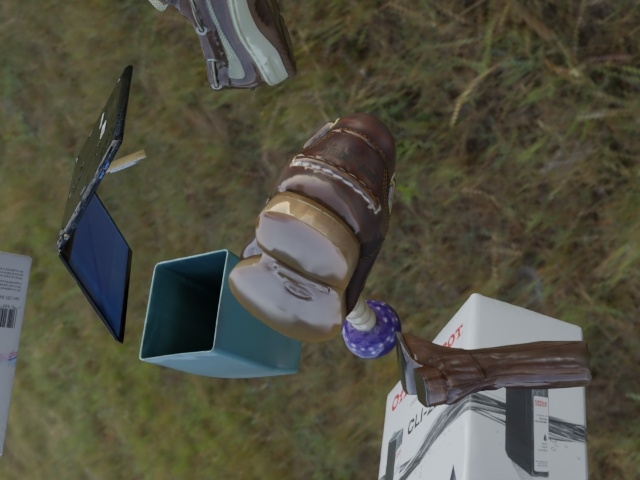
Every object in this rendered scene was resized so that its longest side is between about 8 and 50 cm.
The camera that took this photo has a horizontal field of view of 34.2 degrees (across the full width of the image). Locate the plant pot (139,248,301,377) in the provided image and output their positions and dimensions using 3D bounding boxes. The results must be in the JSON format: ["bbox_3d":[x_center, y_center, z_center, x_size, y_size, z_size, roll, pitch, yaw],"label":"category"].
[{"bbox_3d":[-0.142,0.139,1.699,0.166,0.165,0.234,-11,153,37],"label":"plant pot"}]

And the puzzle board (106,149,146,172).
[{"bbox_3d":[-0.375,-0.132,1.880,0.096,0.128,0.011,-137,25,-74],"label":"puzzle board"}]

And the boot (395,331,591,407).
[{"bbox_3d":[0.111,0.078,0.682,0.106,0.114,0.037,-126,27,-72],"label":"boot"}]

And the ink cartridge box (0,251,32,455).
[{"bbox_3d":[-0.506,0.141,1.358,0.117,0.278,0.201,4,174,31],"label":"ink cartridge box"}]

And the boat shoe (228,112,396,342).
[{"bbox_3d":[0.000,0.000,0.566,0.073,0.073,0.207,30,159,-2],"label":"boat shoe"}]

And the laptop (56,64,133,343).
[{"bbox_3d":[-0.253,-0.049,1.341,0.137,0.264,0.234,25,-155,-20],"label":"laptop"}]

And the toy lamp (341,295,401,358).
[{"bbox_3d":[0.019,0.055,1.076,0.080,0.080,0.274,44,174,26],"label":"toy lamp"}]

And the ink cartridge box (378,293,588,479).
[{"bbox_3d":[0.132,0.213,0.892,0.114,0.272,0.197,20,138,-10],"label":"ink cartridge box"}]

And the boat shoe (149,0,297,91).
[{"bbox_3d":[-0.100,-0.215,0.841,0.257,0.095,0.095,66,-169,-45],"label":"boat shoe"}]
